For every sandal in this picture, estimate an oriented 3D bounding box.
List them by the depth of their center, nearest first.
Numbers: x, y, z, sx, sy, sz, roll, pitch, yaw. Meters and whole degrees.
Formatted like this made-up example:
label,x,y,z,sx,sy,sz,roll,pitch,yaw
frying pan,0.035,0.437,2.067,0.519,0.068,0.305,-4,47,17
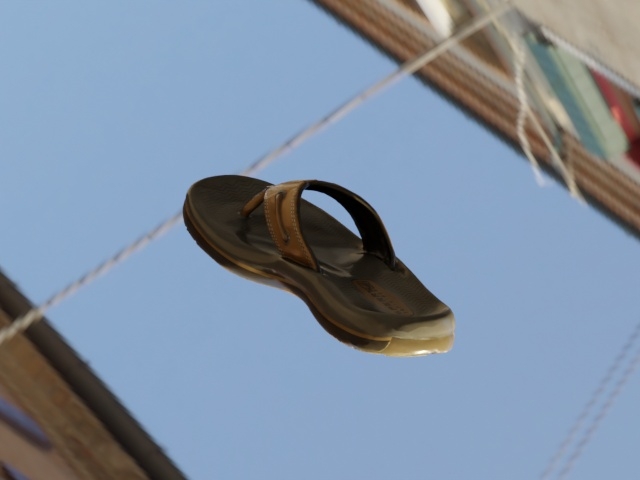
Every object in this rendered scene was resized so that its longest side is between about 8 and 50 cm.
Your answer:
label,x,y,z,sx,sy,sz,roll,pitch,yaw
sandal,0.000,0.000,0.966,0.219,0.090,0.060,37,-54,51
